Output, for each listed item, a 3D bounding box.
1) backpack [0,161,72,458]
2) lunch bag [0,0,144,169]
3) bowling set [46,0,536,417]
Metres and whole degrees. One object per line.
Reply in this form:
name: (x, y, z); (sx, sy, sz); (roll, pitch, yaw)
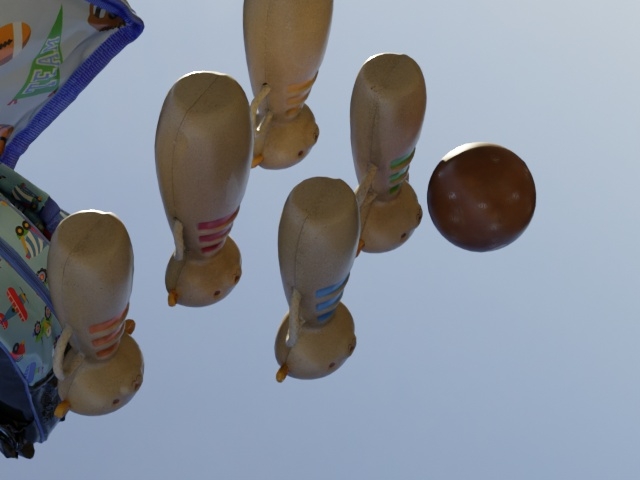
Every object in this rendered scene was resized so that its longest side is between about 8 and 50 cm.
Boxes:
backpack: (-0.190, 0.014, 1.032); (0.158, 0.117, 0.173); (33, 159, 18)
lunch bag: (-0.371, -0.221, 1.343); (0.328, 0.239, 0.385); (44, -171, 26)
bowling set: (0.000, 0.000, 0.980); (0.199, 0.154, 0.287); (23, -128, 16)
